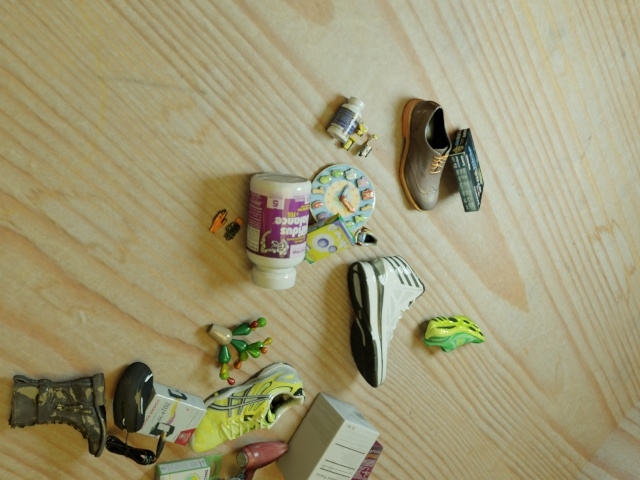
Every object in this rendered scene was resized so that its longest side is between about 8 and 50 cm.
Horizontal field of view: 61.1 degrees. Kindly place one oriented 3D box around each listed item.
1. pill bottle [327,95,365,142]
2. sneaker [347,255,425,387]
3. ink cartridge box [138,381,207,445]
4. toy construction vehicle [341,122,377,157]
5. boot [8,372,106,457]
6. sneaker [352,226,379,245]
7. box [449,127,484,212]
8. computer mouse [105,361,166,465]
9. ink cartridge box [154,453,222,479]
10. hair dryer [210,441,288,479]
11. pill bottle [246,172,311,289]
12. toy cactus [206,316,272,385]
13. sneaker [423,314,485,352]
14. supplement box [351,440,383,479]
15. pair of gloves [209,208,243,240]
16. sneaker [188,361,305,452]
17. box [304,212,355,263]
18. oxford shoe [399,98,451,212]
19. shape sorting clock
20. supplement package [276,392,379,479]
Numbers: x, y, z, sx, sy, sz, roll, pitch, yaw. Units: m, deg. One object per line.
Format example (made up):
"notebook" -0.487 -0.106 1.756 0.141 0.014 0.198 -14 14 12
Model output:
"pill bottle" 0.076 -0.348 1.553 0.067 0.067 0.120 31 91 -33
"sneaker" 0.241 0.262 1.793 0.257 0.169 0.448 -12 110 -23
"ink cartridge box" -0.438 0.499 1.557 0.175 0.072 0.127 31 91 -34
"toy construction vehicle" 0.115 -0.295 1.617 0.086 0.035 0.098 36 85 -22
"boot" -0.681 0.457 1.413 0.228 0.091 0.263 -2 104 -23
"sneaker" 0.096 -0.024 1.665 0.185 0.084 0.070 10 102 -31
"box" 0.480 -0.229 1.769 0.220 0.051 0.175 66 32 -28
"computer mouse" -0.486 0.469 1.446 0.060 0.184 0.262 15 91 -70
"ink cartridge box" -0.399 0.733 1.665 0.209 0.062 0.109 2 106 -30
"hair dryer" -0.235 0.739 1.760 0.293 0.080 0.224 -29 145 -19
"pill bottle" -0.119 -0.025 1.497 0.169 0.169 0.302 -4 108 -28
"toy cactus" -0.252 0.308 1.588 0.180 0.112 0.219 36 96 -23
"sneaker" 0.491 0.349 2.017 0.295 0.109 0.124 11 124 -33
"supplement box" 0.132 0.791 1.953 0.080 0.104 0.188 24 95 -33
"pair of gloves" -0.261 -0.042 1.506 0.083 0.010 0.074 33 88 -36
"sneaker" -0.223 0.515 1.638 0.384 0.147 0.145 -33 121 -14
"box" 0.000 0.000 1.604 0.179 0.043 0.105 -23 122 18
"oxford shoe" 0.332 -0.250 1.688 0.129 0.132 0.364 -19 115 -22
"shape sorting clock" 0.065 -0.123 1.610 0.206 0.040 0.206 -2 95 -17
"supplement package" 0.022 0.699 1.817 0.175 0.177 0.293 32 90 -33
